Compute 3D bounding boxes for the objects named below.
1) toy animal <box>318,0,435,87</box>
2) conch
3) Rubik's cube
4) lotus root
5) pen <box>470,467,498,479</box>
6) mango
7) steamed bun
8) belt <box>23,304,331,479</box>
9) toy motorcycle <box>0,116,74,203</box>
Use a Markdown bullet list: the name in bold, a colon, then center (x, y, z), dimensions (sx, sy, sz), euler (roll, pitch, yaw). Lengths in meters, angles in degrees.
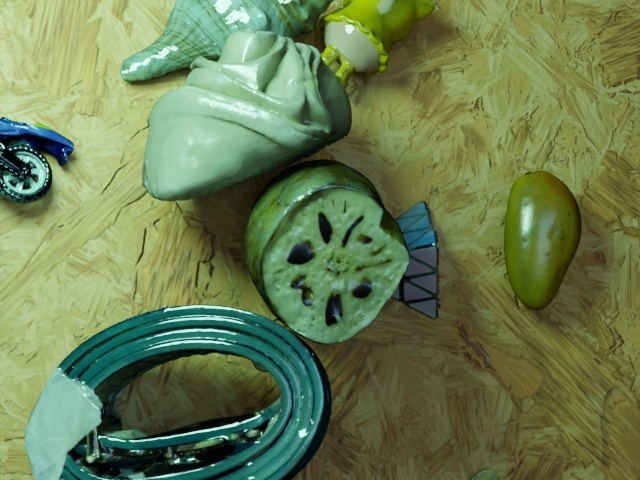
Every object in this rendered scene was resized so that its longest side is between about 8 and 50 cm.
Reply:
- **toy animal**: center (0.081, -0.375, 1.692), dimensions (0.156, 0.156, 0.230), euler (37, 75, -8)
- **conch**: center (-0.147, -0.370, 1.606), dimensions (0.386, 0.169, 0.203), euler (-15, 72, -20)
- **Rubik's cube**: center (0.112, 0.024, 1.634), dimensions (0.178, 0.190, 0.211), euler (-6, 77, -1)
- **lotus root**: center (0.000, 0.000, 1.482), dimensions (0.250, 0.346, 0.250), euler (0, 101, -2)
- **pen**: center (0.224, 0.476, 1.636), dimensions (0.040, 0.032, 0.233), euler (37, 70, 17)
- **mango**: center (0.397, -0.001, 1.734), dimensions (0.138, 0.113, 0.253), euler (8, 80, -15)
- **steamed bun**: center (-0.127, -0.203, 1.492), dimensions (0.324, 0.310, 0.219), euler (-19, 94, 12)
- **belt**: center (-0.201, 0.253, 1.407), dimensions (0.436, 0.173, 0.300), euler (-14, 76, 0)
- **toy motorcycle**: center (-0.538, -0.174, 1.479), dimensions (0.315, 0.113, 0.169), euler (25, 64, -21)
